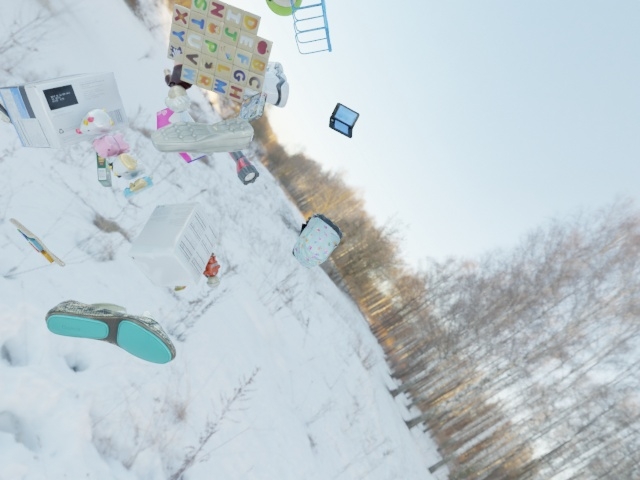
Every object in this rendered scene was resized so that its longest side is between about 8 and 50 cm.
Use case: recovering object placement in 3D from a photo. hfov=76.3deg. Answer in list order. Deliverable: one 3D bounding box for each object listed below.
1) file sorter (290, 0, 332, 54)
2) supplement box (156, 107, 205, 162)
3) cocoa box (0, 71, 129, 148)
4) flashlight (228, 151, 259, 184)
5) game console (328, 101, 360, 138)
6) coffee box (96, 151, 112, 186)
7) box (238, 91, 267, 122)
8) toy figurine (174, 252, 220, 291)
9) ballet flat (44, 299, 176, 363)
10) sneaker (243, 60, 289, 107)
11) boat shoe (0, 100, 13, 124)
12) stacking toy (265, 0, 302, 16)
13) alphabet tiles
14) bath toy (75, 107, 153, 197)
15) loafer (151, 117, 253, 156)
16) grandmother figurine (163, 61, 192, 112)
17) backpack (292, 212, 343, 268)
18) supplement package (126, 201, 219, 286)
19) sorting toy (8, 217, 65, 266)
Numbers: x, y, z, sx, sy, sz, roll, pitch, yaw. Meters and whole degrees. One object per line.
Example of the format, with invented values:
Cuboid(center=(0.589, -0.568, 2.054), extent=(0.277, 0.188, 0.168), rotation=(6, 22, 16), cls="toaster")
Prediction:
Cuboid(center=(-0.030, -0.675, 1.240), extent=(0.118, 0.104, 0.171), rotation=(45, 37, -80), cls="file sorter")
Cuboid(center=(-0.575, -0.447, 1.711), extent=(0.220, 0.111, 0.114), rotation=(57, 16, -59), cls="supplement box")
Cuboid(center=(-0.999, -0.523, 1.616), extent=(0.347, 0.227, 0.232), rotation=(-51, 141, -52), cls="cocoa box")
Cuboid(center=(-0.420, -0.411, 2.015), extent=(0.304, 0.103, 0.103), rotation=(51, 0, 21), cls="flashlight")
Cuboid(center=(0.106, -0.529, 1.801), extent=(0.122, 0.071, 0.107), rotation=(22, 52, -20), cls="game console")
Cuboid(center=(-0.968, -0.341, 1.820), extent=(0.113, 0.040, 0.184), rotation=(160, -76, -72), cls="coffee box")
Cuboid(center=(-0.254, -0.488, 1.512), extent=(0.027, 0.094, 0.137), rotation=(18, -12, -40), cls="box")
Cuboid(center=(-0.547, 0.130, 1.780), extent=(0.213, 0.209, 0.148), rotation=(-147, -129, -64), cls="toy figurine")
Cuboid(center=(-0.758, 0.316, 1.541), extent=(0.482, 0.164, 0.182), rotation=(17, 24, -6), cls="ballet flat")
Cuboid(center=(-0.274, -0.735, 1.856), extent=(0.366, 0.210, 0.137), rotation=(-111, -147, -44), cls="sneaker")
Cuboid(center=(-1.204, -0.477, 1.556), extent=(0.049, 0.043, 0.137), rotation=(21, -34, 43), cls="boat shoe")
Cuboid(center=(-0.127, -0.842, 1.238), extent=(0.279, 0.309, 0.130), rotation=(35, 33, -32), cls="stacking toy")
Cuboid(center=(-0.342, -0.644, 1.377), extent=(0.342, 0.285, 0.011), rotation=(20, 29, -4), cls="alphabet tiles")
Cuboid(center=(-0.761, -0.325, 1.495), extent=(0.348, 0.129, 0.151), rotation=(55, -26, -1), cls="bath toy")
Cuboid(center=(-0.366, -0.312, 1.293), extent=(0.112, 0.319, 0.111), rotation=(61, -33, 29), cls="loafer")
Cuboid(center=(-0.507, -0.630, 1.501), extent=(0.104, 0.207, 0.343), rotation=(20, 71, -50), cls="grandmother figurine")
Cuboid(center=(-0.015, 0.005, 1.411), extent=(0.152, 0.182, 0.115), rotation=(39, -31, -5), cls="backpack")
Cuboid(center=(-0.556, 0.015, 1.578), extent=(0.198, 0.199, 0.263), rotation=(70, 24, -44), cls="supplement package")
Cuboid(center=(-1.158, 0.015, 1.663), extent=(0.193, 0.038, 0.208), rotation=(26, -30, 27), cls="sorting toy")
